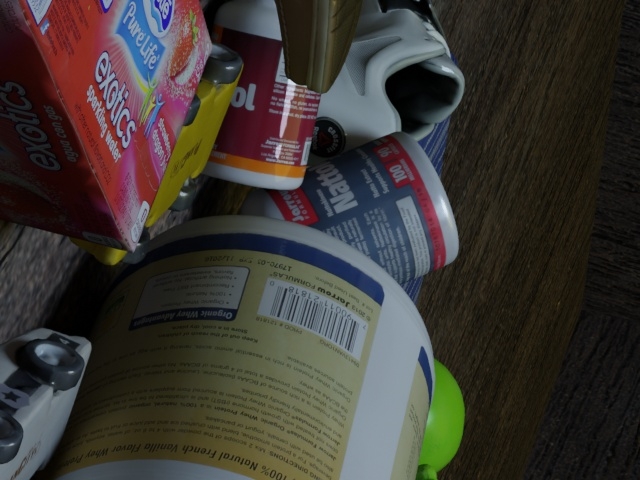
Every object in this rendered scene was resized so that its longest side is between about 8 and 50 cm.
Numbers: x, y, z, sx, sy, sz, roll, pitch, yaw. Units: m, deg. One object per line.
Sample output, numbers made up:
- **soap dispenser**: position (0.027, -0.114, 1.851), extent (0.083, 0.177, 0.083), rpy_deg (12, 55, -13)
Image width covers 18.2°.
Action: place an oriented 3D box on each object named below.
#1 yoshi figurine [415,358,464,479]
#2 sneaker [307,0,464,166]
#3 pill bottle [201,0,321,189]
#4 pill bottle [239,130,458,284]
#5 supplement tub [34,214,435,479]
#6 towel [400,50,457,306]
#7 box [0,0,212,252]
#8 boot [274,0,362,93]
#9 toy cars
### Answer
- **yoshi figurine**: position (-0.011, 0.178, 1.479), extent (0.362, 0.203, 0.203), rpy_deg (-28, 100, -53)
- **sneaker**: position (0.056, -0.144, 1.649), extent (0.330, 0.146, 0.122), rpy_deg (-60, 158, -53)
- **pill bottle**: position (-0.040, -0.117, 1.402), extent (0.086, 0.086, 0.152), rpy_deg (-15, 117, -75)
- **pill bottle**: position (0.000, 0.000, 1.464), extent (0.108, 0.180, 0.108), rpy_deg (157, -90, -79)
- **supplement tub**: position (-0.061, 0.163, 1.215), extent (0.316, 0.228, 0.228), rpy_deg (-73, 169, -47)
- **towel**: position (0.086, -0.013, 2.144), extent (0.243, 0.040, 0.336), rpy_deg (-60, 161, -55)
- **box**: position (-0.142, -0.113, 0.911), extent (0.257, 0.123, 0.128), rpy_deg (75, 31, -63)
- **boot**: position (-0.061, -0.183, 1.079), extent (0.077, 0.165, 0.213), rpy_deg (-68, 159, -53)
- **toy cars**: position (-0.152, 0.022, 1.095), extent (0.176, 0.087, 0.393), rpy_deg (104, 10, -63)
